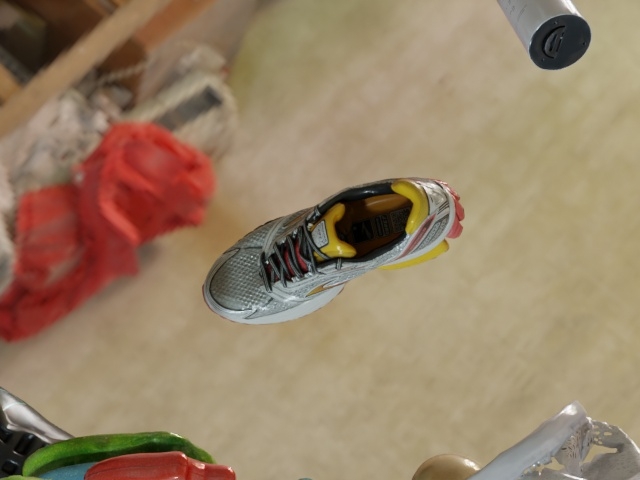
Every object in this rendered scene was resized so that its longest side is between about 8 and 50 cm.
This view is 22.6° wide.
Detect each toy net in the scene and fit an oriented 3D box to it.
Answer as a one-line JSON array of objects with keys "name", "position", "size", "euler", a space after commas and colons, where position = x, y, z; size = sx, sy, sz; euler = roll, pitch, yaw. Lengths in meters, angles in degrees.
[{"name": "toy net", "position": [0.005, 0.073, 0.507], "size": [0.122, 0.232, 0.045], "euler": [63, 21, -58]}]

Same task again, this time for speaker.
[{"name": "speaker", "position": [0.176, -0.198, 1.325], "size": [0.055, 0.055, 0.136], "euler": [-55, -148, 26]}]

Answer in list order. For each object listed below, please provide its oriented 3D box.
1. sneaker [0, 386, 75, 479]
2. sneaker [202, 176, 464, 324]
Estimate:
[{"name": "sneaker", "position": [-0.243, 0.146, 1.121], "size": [0.101, 0.267, 0.106], "euler": [-58, -166, -19]}, {"name": "sneaker", "position": [0.000, 0.000, 1.303], "size": [0.225, 0.088, 0.093], "euler": [-25, 164, 16]}]
